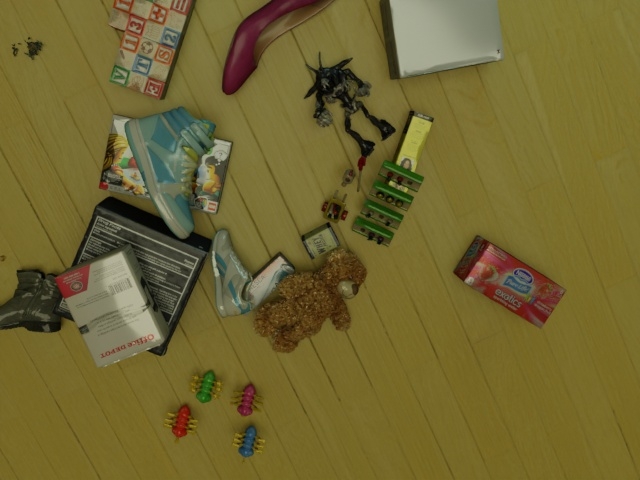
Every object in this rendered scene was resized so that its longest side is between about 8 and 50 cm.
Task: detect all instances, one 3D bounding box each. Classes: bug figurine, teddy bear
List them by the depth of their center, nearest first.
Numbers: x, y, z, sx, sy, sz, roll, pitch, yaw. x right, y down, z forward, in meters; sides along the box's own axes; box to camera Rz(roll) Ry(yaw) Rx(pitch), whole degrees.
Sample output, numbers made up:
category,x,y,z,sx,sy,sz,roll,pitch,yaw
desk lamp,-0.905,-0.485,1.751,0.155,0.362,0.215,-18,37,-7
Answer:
category,x,y,z,sx,sy,sz,roll,pitch,yaw
teddy bear,-0.019,0.170,1.915,0.338,0.113,0.245,-24,115,-2
bug figurine,-0.273,0.478,1.993,0.279,0.072,0.216,18,93,-3

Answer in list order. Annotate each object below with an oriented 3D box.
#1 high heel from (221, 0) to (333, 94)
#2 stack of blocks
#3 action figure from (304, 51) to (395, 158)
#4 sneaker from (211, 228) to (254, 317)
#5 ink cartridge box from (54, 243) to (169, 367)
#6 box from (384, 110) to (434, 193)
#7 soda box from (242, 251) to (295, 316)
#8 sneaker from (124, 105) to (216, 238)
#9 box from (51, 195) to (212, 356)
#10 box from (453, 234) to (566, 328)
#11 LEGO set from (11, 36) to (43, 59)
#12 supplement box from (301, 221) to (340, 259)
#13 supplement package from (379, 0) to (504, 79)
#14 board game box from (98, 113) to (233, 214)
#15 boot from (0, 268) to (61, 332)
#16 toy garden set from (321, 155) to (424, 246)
category,x,y,z,sx,sy,sz,roll,pitch,yaw
high heel,-0.099,-0.503,1.785,0.181,0.127,0.377,26,95,2
stack of blocks,-0.423,-0.513,1.786,0.171,0.087,0.297,19,99,-7
action figure,0.065,-0.344,1.828,0.164,0.141,0.275,-39,103,15
sneaker,-0.226,0.081,1.890,0.092,0.087,0.228,-10,81,9
ink cartridge box,-0.484,0.153,1.717,0.172,0.100,0.237,-22,101,0
box,0.223,-0.217,1.890,0.058,0.087,0.232,18,100,-5
soda box,-0.153,0.115,1.940,0.183,0.058,0.063,-43,100,5
sneaker,-0.323,-0.179,1.762,0.208,0.127,0.319,-23,88,-2
box,-0.466,0.085,1.848,0.296,0.183,0.294,24,100,-10
box,0.502,0.109,1.951,0.257,0.122,0.128,31,96,-9
LEGO set,-0.721,-0.476,1.809,0.083,0.023,0.054,12,98,7
supplement box,0.000,0.000,1.915,0.083,0.083,0.056,-28,100,3
supplement package,0.296,-0.522,1.806,0.262,0.145,0.204,-10,101,-3
board game box,-0.393,-0.193,1.866,0.305,0.053,0.193,12,99,-6
boot,-0.787,0.150,1.903,0.247,0.083,0.161,4,90,-7
toy garden set,0.121,-0.101,1.857,0.204,0.049,0.244,25,133,2
